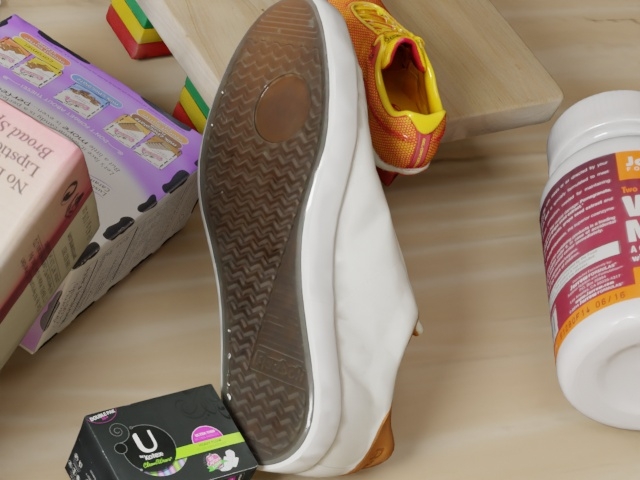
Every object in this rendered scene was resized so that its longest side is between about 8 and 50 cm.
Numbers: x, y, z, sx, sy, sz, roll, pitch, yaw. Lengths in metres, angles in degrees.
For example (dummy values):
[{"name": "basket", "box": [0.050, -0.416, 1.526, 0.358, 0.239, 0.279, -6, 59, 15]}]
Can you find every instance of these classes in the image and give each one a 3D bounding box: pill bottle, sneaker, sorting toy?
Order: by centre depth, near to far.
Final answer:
[{"name": "sneaker", "box": [0.000, 0.000, 1.155, 0.123, 0.106, 0.290, 16, 71, -49]}, {"name": "sneaker", "box": [0.043, -0.121, 1.233, 0.064, 0.067, 0.175, -4, 49, -27]}, {"name": "pill bottle", "box": [0.209, 0.008, 1.279, 0.121, 0.121, 0.221, 14, 44, -13]}, {"name": "sorting toy", "box": [-0.008, -0.140, 1.343, 0.255, 0.089, 0.257, -13, 55, -35]}]

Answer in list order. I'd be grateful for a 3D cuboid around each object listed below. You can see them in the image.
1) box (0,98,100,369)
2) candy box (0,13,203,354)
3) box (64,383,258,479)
[{"name": "box", "box": [-0.238, 0.027, 0.971, 0.149, 0.127, 0.232, 31, 73, 7]}, {"name": "candy box", "box": [-0.179, -0.040, 1.154, 0.165, 0.070, 0.196, 34, 33, 8]}, {"name": "box", "box": [-0.089, 0.126, 1.072, 0.083, 0.052, 0.062, -13, 56, -33]}]
